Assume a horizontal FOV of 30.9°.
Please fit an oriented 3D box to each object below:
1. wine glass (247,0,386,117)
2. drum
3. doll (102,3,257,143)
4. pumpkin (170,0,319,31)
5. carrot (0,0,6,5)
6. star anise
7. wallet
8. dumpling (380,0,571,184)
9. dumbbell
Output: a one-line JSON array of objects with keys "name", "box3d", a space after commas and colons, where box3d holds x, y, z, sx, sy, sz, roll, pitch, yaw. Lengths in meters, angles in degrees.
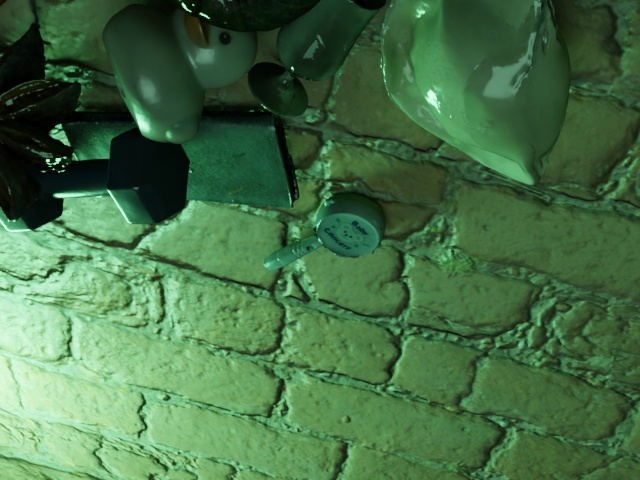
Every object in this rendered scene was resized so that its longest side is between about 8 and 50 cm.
[{"name": "wine glass", "box3d": [-0.004, -0.279, 1.611, 0.103, 0.103, 0.231, 29, 134, -16]}, {"name": "drum", "box3d": [-0.010, -0.014, 1.954, 0.253, 0.049, 0.130, -12, 133, 28]}, {"name": "doll", "box3d": [-0.192, -0.259, 1.655, 0.221, 0.221, 0.251, 15, 162, 0]}, {"name": "pumpkin", "box3d": [-0.104, -0.393, 1.428, 0.300, 0.207, 0.300, 8, 139, 7]}, {"name": "carrot", "box3d": [-0.514, -0.346, 1.723, 0.072, 0.072, 0.205, 32, 143, -19]}, {"name": "star anise", "box3d": [-0.493, -0.173, 1.766, 0.331, 0.332, 0.117, -1, 167, 19]}, {"name": "wallet", "box3d": [-0.227, -0.136, 1.878, 0.378, 0.046, 0.191, 3, 136, 17]}, {"name": "dumpling", "box3d": [0.207, -0.225, 1.566, 0.260, 0.181, 0.341, 17, 167, 23]}, {"name": "dumbbell", "box3d": [-0.370, -0.097, 1.830, 0.324, 0.160, 0.144, -3, 165, 26]}]
